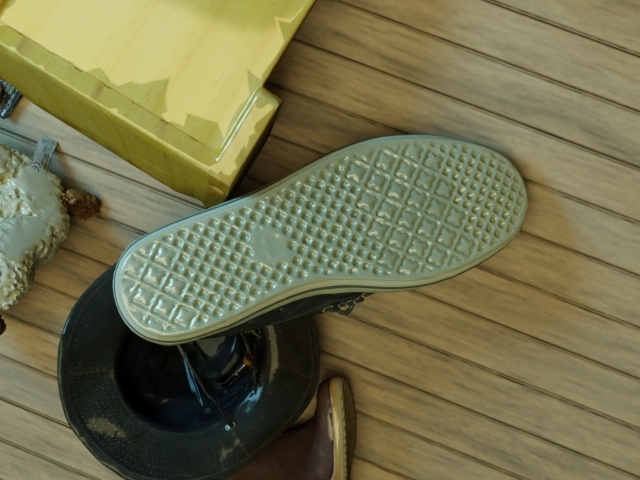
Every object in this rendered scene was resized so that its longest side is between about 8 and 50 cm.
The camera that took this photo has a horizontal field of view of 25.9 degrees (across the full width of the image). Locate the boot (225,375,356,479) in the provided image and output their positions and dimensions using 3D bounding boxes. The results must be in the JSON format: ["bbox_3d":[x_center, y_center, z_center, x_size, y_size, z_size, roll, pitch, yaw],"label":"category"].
[{"bbox_3d":[-0.062,0.284,1.817,0.207,0.090,0.248,6,112,9],"label":"boot"}]

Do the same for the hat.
[{"bbox_3d":[-0.171,0.146,1.763,0.331,0.134,0.331,0,90,-10],"label":"hat"}]

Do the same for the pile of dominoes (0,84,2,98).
[{"bbox_3d":[-0.515,-0.281,1.759,0.196,0.040,0.251,-3,104,18],"label":"pile of dominoes"}]

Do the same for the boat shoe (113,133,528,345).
[{"bbox_3d":[0.000,0.000,1.651,0.500,0.156,0.186,-18,86,-6],"label":"boat shoe"}]

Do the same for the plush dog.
[{"bbox_3d":[-0.425,-0.001,1.790,0.225,0.211,0.262,-37,68,35],"label":"plush dog"}]

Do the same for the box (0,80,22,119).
[{"bbox_3d":[-0.409,-0.208,1.780,0.067,0.018,0.083,37,112,0],"label":"box"}]

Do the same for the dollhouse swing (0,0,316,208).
[{"bbox_3d":[-0.181,-0.265,1.639,0.347,0.315,0.305,31,80,-2],"label":"dollhouse swing"}]
